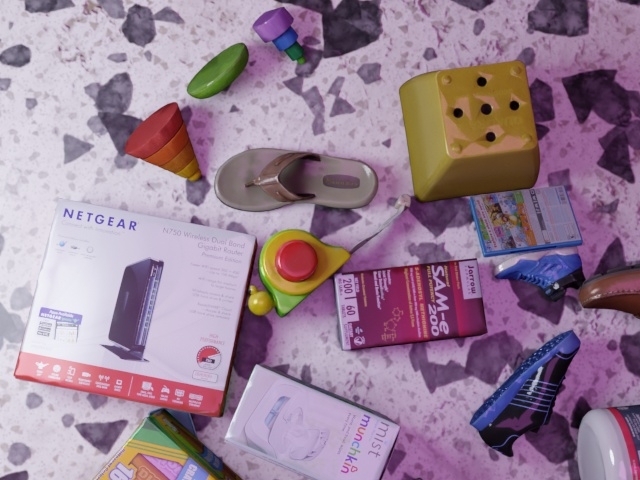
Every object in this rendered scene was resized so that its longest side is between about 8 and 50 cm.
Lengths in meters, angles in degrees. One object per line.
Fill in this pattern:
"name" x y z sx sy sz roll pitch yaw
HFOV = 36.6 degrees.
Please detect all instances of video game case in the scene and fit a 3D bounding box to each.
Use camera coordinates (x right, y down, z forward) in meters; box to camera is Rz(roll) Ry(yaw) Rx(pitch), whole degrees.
"video game case" 0.345 -0.033 1.631 0.166 0.015 0.119 -7 57 -2

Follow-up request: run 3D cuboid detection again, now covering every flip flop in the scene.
"flip flop" -0.041 -0.102 1.622 0.277 0.080 0.112 4 83 3

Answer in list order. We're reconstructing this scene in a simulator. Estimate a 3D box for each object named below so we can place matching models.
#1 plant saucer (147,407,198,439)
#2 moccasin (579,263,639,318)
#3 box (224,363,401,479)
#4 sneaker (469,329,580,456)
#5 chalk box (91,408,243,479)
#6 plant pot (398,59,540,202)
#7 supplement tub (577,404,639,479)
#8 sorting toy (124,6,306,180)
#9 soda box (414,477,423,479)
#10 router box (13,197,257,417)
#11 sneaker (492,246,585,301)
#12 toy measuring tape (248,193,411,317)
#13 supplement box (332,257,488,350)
"plant saucer" -0.224 0.364 1.596 0.067 0.018 0.192 -19 85 -3
"moccasin" 0.612 0.127 1.588 0.380 0.139 0.147 12 74 -9
"box" -0.013 0.291 1.486 0.231 0.262 0.126 22 83 3
"sneaker" 0.355 0.252 1.592 0.232 0.081 0.090 -45 88 1
"chalk box" -0.206 0.425 1.492 0.289 0.180 0.179 40 84 2
"plant pot" 0.255 -0.193 1.587 0.212 0.187 0.212 -8 83 -2
"supplement tub" 0.560 0.349 1.523 0.272 0.191 0.191 -5 83 -2
"sorting toy" -0.160 -0.234 1.646 0.365 0.127 0.126 -44 115 -8
"soda box" 0.111 0.466 1.568 0.183 0.058 0.063 -38 85 -4
"router box" -0.295 0.111 1.584 0.335 0.082 0.301 10 79 0
"sneaker" 0.369 0.064 1.621 0.152 0.058 0.084 -12 75 -9
"toy measuring tape" 0.000 0.000 1.605 0.330 0.121 0.121 -41 85 -15
"supplement box" 0.146 0.107 1.606 0.239 0.073 0.130 -7 83 -3
